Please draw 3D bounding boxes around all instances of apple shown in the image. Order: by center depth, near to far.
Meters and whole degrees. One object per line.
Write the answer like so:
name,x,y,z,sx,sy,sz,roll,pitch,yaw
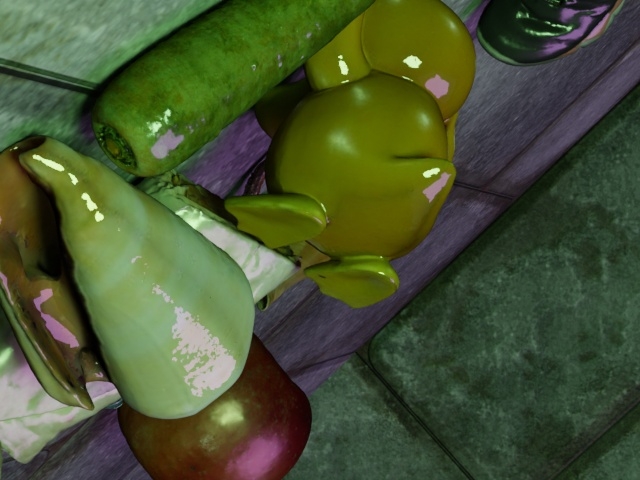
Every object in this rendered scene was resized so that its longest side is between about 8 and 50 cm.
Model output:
apple,-0.122,0.205,1.627,0.201,0.218,0.218,-34,169,-1

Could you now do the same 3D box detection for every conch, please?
conch,-0.143,0.018,0.968,0.158,0.255,0.127,-19,-147,10
conch,0.005,0.002,1.504,0.330,0.093,0.109,-61,176,-64

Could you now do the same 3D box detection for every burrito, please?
burrito,-0.163,0.048,1.103,0.299,0.143,0.105,-36,-148,-14

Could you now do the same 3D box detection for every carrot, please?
carrot,-0.012,-0.168,0.964,0.358,0.074,0.074,-41,170,-22

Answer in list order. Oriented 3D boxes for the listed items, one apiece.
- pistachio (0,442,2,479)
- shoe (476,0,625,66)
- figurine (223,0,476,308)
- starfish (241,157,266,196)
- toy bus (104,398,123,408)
pistachio,-0.305,0.146,0.791,0.226,0.208,0.332,1,-167,25
shoe,0.275,-0.286,1.384,0.291,0.114,0.137,-48,173,16
figurine,0.038,-0.084,1.109,0.215,0.215,0.228,-51,-150,39
starfish,-0.092,0.005,1.381,0.213,0.057,0.238,-42,173,-47
toy bus,-0.164,0.070,1.245,0.182,0.103,0.091,-32,166,-23
